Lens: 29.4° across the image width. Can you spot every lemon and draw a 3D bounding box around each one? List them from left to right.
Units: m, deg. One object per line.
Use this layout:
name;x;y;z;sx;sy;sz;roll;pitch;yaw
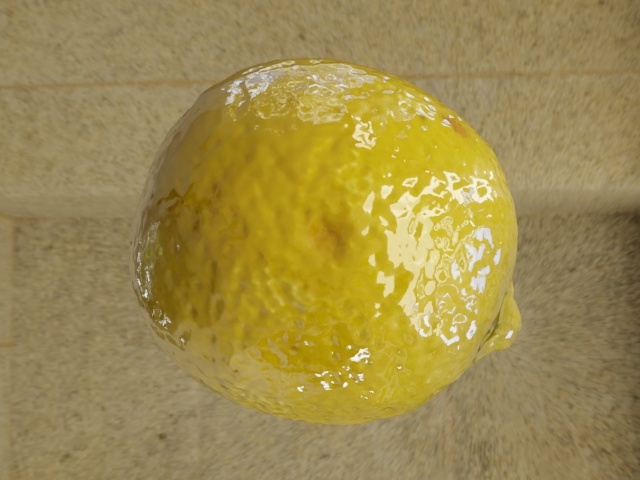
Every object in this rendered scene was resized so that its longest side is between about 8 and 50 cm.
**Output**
lemon;0.009;0.001;0.773;0.253;0.228;0.228;9;-93;1
